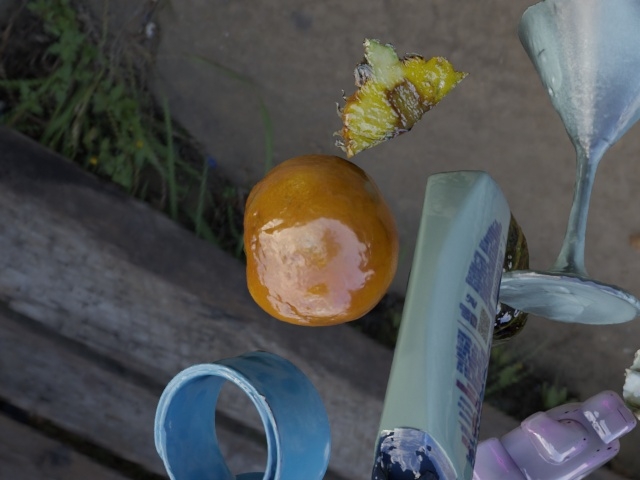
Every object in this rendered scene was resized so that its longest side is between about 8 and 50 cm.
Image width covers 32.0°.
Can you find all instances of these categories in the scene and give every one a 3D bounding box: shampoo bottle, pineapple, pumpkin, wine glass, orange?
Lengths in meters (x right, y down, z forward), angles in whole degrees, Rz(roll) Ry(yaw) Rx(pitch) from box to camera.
[{"bbox_3d":[0.105,0.101,0.986,0.078,0.359,0.134,-1,145,23],"label":"shampoo bottle"},{"bbox_3d":[0.095,-0.248,1.886,0.164,0.250,0.140,47,167,-3],"label":"pineapple"},{"bbox_3d":[0.219,0.061,1.593,0.111,0.163,0.278,12,114,36],"label":"pumpkin"},{"bbox_3d":[0.361,-0.106,1.511,0.267,0.406,0.267,13,163,4],"label":"wine glass"},{"bbox_3d":[0.000,0.000,1.677,0.261,0.261,0.261,9,138,8],"label":"orange"}]

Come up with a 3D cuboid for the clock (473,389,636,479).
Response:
[{"bbox_3d":[0.309,0.352,1.707,0.322,0.113,0.295,-24,159,-21],"label":"clock"}]

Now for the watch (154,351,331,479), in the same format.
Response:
[{"bbox_3d":[-0.073,0.216,1.139,0.211,0.211,0.193,6,97,11],"label":"watch"}]

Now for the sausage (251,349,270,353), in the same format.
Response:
[{"bbox_3d":[-0.057,0.147,1.270,0.034,0.034,0.083,42,169,-27],"label":"sausage"}]

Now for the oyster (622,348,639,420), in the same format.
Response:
[{"bbox_3d":[0.512,0.264,1.456,0.351,0.238,0.115,32,133,-17],"label":"oyster"}]
